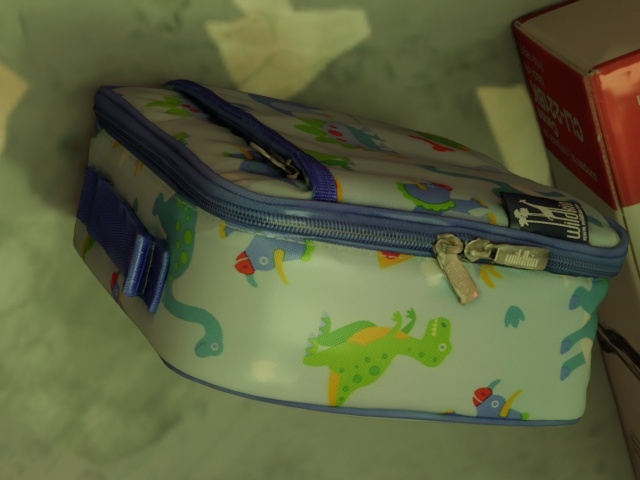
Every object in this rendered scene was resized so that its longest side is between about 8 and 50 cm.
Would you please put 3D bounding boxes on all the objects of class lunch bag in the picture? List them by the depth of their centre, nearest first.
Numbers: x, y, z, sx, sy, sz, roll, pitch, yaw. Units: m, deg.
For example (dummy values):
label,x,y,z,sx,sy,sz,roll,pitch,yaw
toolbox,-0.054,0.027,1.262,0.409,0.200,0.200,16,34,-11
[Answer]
label,x,y,z,sx,sy,sz,roll,pitch,yaw
lunch bag,0.000,0.000,0.721,0.176,0.219,0.090,8,102,-20

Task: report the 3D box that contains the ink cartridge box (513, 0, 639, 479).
label,x,y,z,sx,sy,sz,roll,pitch,yaw
ink cartridge box,0.225,0.005,0.848,0.197,0.114,0.272,-20,110,-5
